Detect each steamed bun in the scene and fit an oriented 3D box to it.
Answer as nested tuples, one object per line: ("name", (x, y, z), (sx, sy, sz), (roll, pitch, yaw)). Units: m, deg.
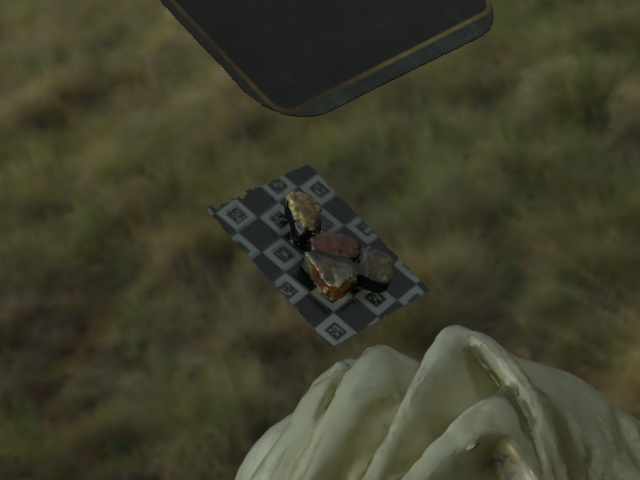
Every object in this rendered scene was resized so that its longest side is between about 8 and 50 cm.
("steamed bun", (0.099, 0.262, 1.442), (0.339, 0.352, 0.247), (-48, 19, 32))

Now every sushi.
("sushi", (0.000, 0.000, 1.846), (0.139, 0.201, 0.031), (-29, -26, -34))

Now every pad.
("pad", (-0.033, -0.270, 1.264), (0.315, 0.375, 0.063), (-30, -18, -43))
